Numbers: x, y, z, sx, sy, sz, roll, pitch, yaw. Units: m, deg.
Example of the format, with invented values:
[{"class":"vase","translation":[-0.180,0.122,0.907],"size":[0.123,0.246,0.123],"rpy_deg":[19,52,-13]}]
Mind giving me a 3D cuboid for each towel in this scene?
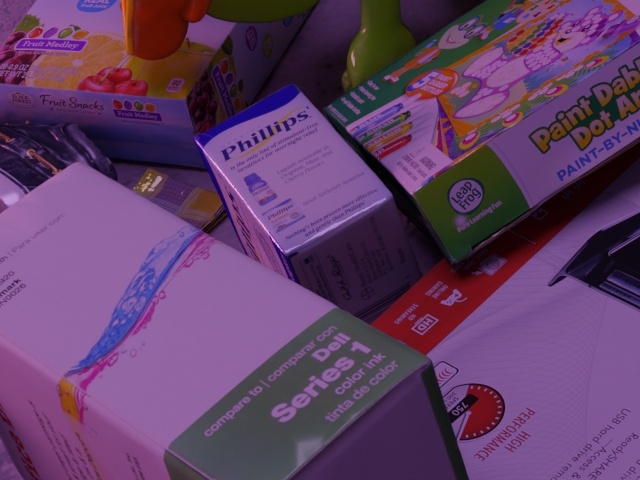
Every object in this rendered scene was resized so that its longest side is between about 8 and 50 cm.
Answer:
[{"class":"towel","translation":[-0.101,-0.019,1.303],"size":[0.083,0.009,0.060],"rpy_deg":[21,56,38]}]

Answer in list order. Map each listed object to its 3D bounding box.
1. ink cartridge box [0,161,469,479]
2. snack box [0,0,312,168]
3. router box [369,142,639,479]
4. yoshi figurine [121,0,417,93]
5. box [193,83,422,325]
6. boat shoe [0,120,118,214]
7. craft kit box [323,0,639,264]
[{"class":"ink cartridge box","translation":[-0.055,0.105,1.000],"size":[0.117,0.201,0.278],"rpy_deg":[-40,44,-23]},{"class":"snack box","translation":[-0.117,-0.149,1.407],"size":[0.174,0.070,0.207],"rpy_deg":[7,46,26]},{"class":"router box","translation":[0.215,0.056,1.038],"size":[0.335,0.082,0.301],"rpy_deg":[-41,45,-23]},{"class":"yoshi figurine","translation":[0.039,-0.213,1.328],"size":[0.362,0.203,0.203],"rpy_deg":[-9,27,-6]},{"class":"box","translation":[0.000,0.000,1.153],"size":[0.072,0.126,0.137],"rpy_deg":[-29,41,-8]},{"class":"boat shoe","translation":[-0.217,-0.056,1.358],"size":[0.083,0.065,0.183],"rpy_deg":[-32,44,-26]},{"class":"craft kit box","translation":[0.138,-0.102,1.170],"size":[0.246,0.061,0.250],"rpy_deg":[-31,18,-3]}]
